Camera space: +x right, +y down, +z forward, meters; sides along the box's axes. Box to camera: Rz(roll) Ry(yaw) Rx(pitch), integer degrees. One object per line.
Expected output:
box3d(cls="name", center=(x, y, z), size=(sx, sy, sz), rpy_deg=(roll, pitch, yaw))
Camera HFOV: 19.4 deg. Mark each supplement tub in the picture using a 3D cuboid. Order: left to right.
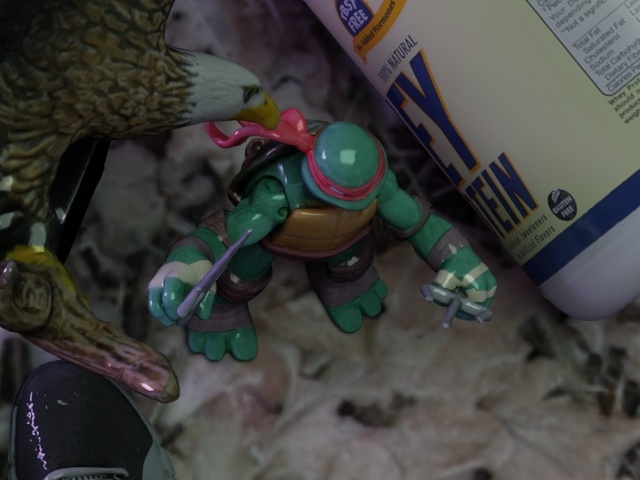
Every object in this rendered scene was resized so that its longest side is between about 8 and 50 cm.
box3d(cls="supplement tub", center=(0.126, -0.146, 0.996), size=(0.235, 0.235, 0.325), rpy_deg=(-37, 84, -18))

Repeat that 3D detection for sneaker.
box3d(cls="sneaker", center=(-0.095, 0.157, 0.922), size=(0.086, 0.132, 0.228), rpy_deg=(-15, 78, -15))

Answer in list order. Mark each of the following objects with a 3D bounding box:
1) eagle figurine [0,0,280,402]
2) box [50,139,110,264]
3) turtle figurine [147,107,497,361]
box3d(cls="eagle figurine", center=(-0.092, -0.104, 0.766), size=(0.226, 0.225, 0.298), rpy_deg=(15, 91, 18))
box3d(cls="box", center=(-0.238, -0.070, 0.931), size=(0.261, 0.184, 0.103), rpy_deg=(21, 73, -4))
box3d(cls="turtle figurine", center=(0.000, 0.000, 0.931), size=(0.175, 0.234, 0.118), rpy_deg=(3, 74, -10))
